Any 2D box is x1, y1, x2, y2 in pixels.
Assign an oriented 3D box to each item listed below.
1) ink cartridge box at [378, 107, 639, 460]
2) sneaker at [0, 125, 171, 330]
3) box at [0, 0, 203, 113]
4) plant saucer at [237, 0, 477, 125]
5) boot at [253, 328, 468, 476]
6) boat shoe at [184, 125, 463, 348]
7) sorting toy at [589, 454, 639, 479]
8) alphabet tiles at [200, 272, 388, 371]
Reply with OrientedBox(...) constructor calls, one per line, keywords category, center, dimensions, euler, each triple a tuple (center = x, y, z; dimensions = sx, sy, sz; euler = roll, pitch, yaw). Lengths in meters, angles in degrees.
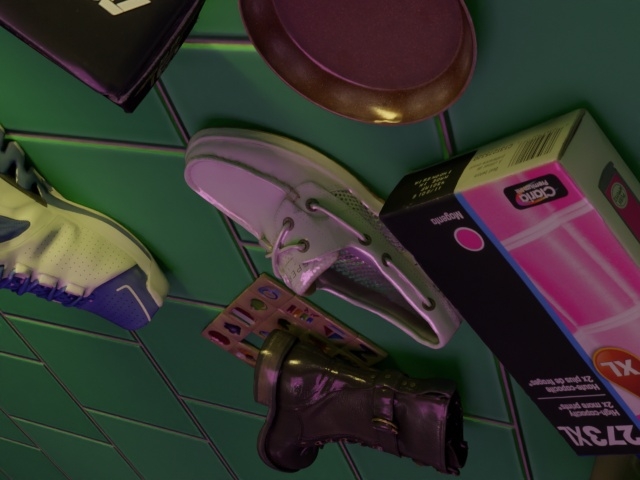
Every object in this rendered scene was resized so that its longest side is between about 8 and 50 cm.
OrientedBox(category="ink cartridge box", center=(0.222, 0.077, 0.717), dimensions=(0.371, 0.069, 0.175), euler=(47, 145, -19))
OrientedBox(category="sneaker", center=(-0.328, 0.019, 0.957), dimensions=(0.315, 0.182, 0.127), euler=(42, 146, -21))
OrientedBox(category="box", center=(-0.245, -0.223, 0.519), dimensions=(0.395, 0.097, 0.318), euler=(36, -179, -13))
OrientedBox(category="plant saucer", center=(0.026, -0.147, 0.619), dimensions=(0.168, 0.029, 0.168), euler=(19, 146, 14))
OrientedBox(category="boot", center=(0.047, 0.209, 1.019), dimensions=(0.229, 0.091, 0.263), euler=(16, 143, 18))
OrientedBox(category="boat shoe", center=(0.000, 0.000, 0.776), dimensions=(0.277, 0.096, 0.098), euler=(26, 148, 2))
OrientedBox(category="sorting toy", center=(0.376, 0.219, 0.868), dimensions=(0.229, 0.041, 0.307), euler=(19, 146, 21))
OrientedBox(category="alphabet tiles", center=(-0.003, 0.136, 1.046), dimensions=(0.237, 0.009, 0.198), euler=(33, 146, -10))
